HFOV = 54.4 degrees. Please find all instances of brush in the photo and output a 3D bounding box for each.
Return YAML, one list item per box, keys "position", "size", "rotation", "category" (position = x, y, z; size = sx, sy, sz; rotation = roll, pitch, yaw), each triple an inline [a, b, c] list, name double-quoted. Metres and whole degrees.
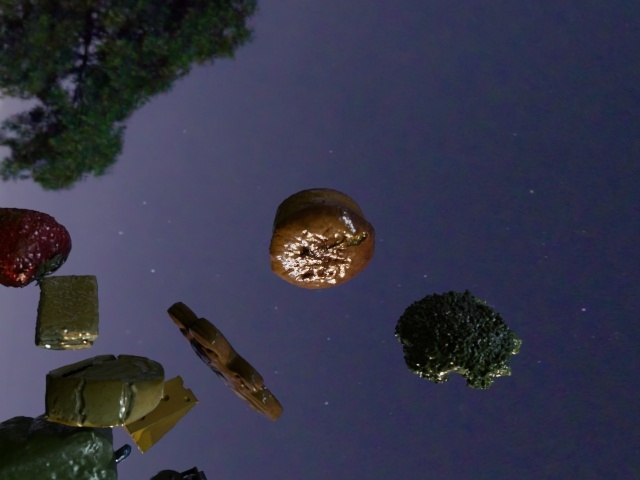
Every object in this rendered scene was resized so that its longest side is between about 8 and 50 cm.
- position: [-0.317, 0.322, 0.847]
  size: [0.164, 0.014, 0.051]
  rotation: [-36, -143, 15]
  category: "brush"

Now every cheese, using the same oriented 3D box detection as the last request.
- position: [-0.381, 0.396, 1.466]
  size: [0.093, 0.171, 0.126]
  rotation: [43, -30, 28]
  category: "cheese"

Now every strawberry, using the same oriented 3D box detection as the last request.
- position: [-0.345, 0.003, 0.722]
  size: [0.106, 0.106, 0.106]
  rotation: [-7, -99, 47]
  category: "strawberry"

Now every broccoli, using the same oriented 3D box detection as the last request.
- position: [0.336, 0.240, 1.512]
  size: [0.288, 0.259, 0.235]
  rotation: [53, -55, 43]
  category: "broccoli"

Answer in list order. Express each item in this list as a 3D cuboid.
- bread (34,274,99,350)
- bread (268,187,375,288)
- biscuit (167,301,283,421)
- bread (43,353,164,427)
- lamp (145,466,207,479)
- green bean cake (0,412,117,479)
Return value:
- position: [-0.588, 0.172, 1.444]
  size: [0.196, 0.138, 0.102]
  rotation: [-117, -146, -47]
  category: "bread"
- position: [0.002, -0.004, 1.706]
  size: [0.312, 0.312, 0.172]
  rotation: [-48, -147, 32]
  category: "bread"
- position: [-0.133, 0.185, 0.902]
  size: [0.039, 0.236, 0.180]
  rotation: [-47, -144, -20]
  category: "biscuit"
- position: [-0.253, 0.179, 0.745]
  size: [0.117, 0.156, 0.064]
  rotation: [7, -89, 17]
  category: "bread"
- position: [-0.354, 0.619, 1.485]
  size: [0.147, 0.172, 0.227]
  rotation: [57, -29, 31]
  category: "lamp"
- position: [-0.370, 0.328, 0.741]
  size: [0.125, 0.248, 0.222]
  rotation: [-178, -92, -70]
  category: "green bean cake"
